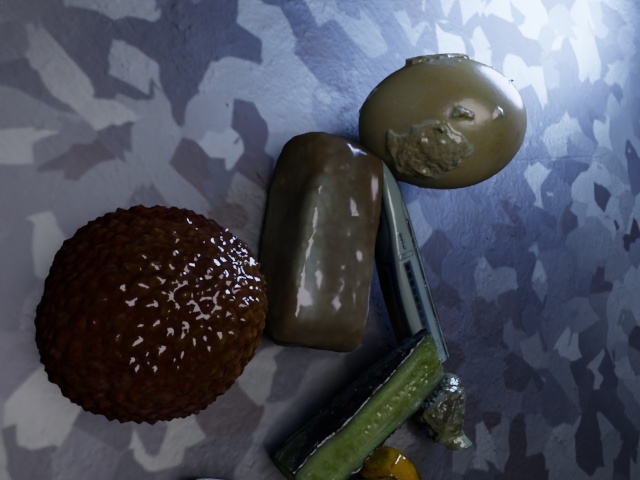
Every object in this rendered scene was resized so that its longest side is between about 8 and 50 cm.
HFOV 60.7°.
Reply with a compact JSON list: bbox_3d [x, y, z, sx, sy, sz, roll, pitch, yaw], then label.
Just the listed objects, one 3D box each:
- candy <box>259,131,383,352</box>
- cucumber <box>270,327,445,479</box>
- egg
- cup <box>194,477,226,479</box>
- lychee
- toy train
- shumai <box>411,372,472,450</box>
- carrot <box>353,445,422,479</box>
[{"bbox_3d":[0.000,0.000,0.589,0.104,0.102,0.234,15,77,-28],"label":"candy"},{"bbox_3d":[0.044,0.181,0.593,0.211,0.062,0.078,-40,121,-21],"label":"cucumber"},{"bbox_3d":[0.146,-0.138,0.662,0.201,0.164,0.164,-1,82,-7],"label":"egg"},{"bbox_3d":[-0.113,0.276,0.507,0.074,0.102,0.099,42,55,-61],"label":"cup"},{"bbox_3d":[-0.137,0.058,0.459,0.194,0.194,0.194,5,79,-29],"label":"lychee"},{"bbox_3d":[0.089,0.030,0.647,0.048,0.055,0.252,-22,100,-22],"label":"toy train"},{"bbox_3d":[0.156,0.212,0.657,0.080,0.083,0.082,44,100,5],"label":"shumai"},{"bbox_3d":[0.091,0.315,0.605,0.082,0.082,0.173,-26,103,-31],"label":"carrot"}]
